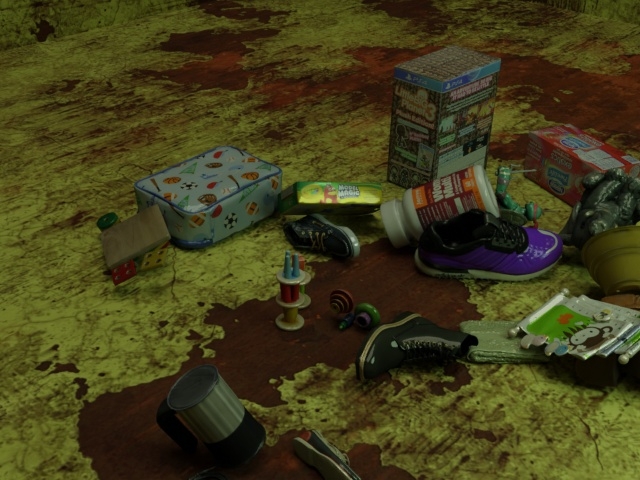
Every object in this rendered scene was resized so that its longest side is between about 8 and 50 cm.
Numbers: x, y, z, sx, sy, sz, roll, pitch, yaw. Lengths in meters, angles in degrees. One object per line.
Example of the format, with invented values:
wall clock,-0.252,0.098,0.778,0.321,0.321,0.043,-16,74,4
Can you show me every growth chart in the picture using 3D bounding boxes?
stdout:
growth chart,0.446,0.144,1.446,0.172,0.021,0.237,-37,30,-30

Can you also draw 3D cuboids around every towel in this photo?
towel,0.321,0.175,1.517,0.148,0.027,0.110,1,29,-2

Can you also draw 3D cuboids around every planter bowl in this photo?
planter bowl,0.585,0.070,1.585,0.217,0.217,0.090,9,58,12

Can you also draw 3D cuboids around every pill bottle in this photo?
pill bottle,0.242,-0.065,1.768,0.221,0.121,0.121,-19,26,17

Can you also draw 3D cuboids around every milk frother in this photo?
milk frother,-0.160,0.275,1.208,0.129,0.134,0.143,-30,28,6

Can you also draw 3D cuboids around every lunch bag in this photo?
lunch bag,-0.240,-0.104,1.889,0.243,0.114,0.303,24,38,37

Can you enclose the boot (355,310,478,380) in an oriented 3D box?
boot,0.159,0.182,1.433,0.137,0.076,0.198,14,32,33

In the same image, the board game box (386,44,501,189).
board game box,0.289,-0.284,2.048,0.141,0.291,0.232,26,37,35

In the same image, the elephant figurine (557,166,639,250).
elephant figurine,0.552,-0.026,1.742,0.169,0.186,0.239,2,40,45

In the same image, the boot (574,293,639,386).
boot,0.581,0.183,1.456,0.284,0.109,0.220,6,28,26

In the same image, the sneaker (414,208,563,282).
sneaker,0.334,0.001,1.679,0.294,0.146,0.102,-3,52,-2

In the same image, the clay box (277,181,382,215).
clay box,0.033,-0.088,1.849,0.222,0.053,0.127,-1,-9,-22

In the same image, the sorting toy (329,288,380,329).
sorting toy,0.053,0.132,1.545,0.102,0.061,0.042,33,40,14

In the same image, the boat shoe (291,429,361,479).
boat shoe,0.016,0.315,1.241,0.043,0.049,0.137,-19,31,-35

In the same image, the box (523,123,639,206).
box,0.608,-0.168,2.031,0.128,0.122,0.257,-12,33,-24

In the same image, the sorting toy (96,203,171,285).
sorting toy,-0.359,0.008,1.714,0.132,0.046,0.274,-29,35,-4

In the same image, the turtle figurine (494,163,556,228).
turtle figurine,0.382,-0.076,1.846,0.234,0.175,0.118,0,49,14

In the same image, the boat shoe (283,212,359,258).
boat shoe,0.000,0.000,1.774,0.083,0.065,0.183,-17,28,-29

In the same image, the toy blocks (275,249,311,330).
toy blocks,-0.048,0.069,1.560,0.054,0.148,0.123,6,31,7
